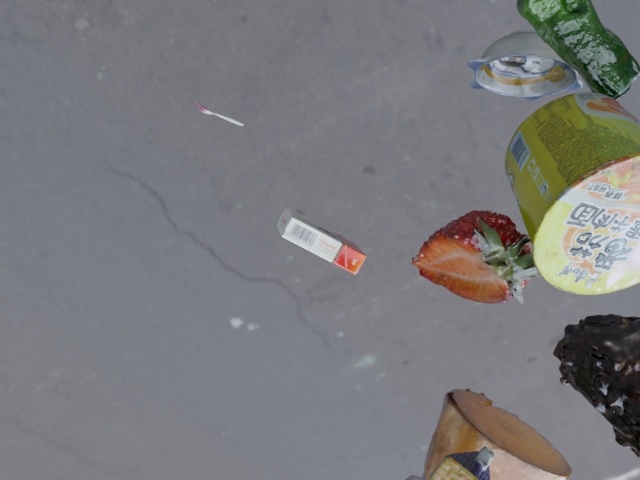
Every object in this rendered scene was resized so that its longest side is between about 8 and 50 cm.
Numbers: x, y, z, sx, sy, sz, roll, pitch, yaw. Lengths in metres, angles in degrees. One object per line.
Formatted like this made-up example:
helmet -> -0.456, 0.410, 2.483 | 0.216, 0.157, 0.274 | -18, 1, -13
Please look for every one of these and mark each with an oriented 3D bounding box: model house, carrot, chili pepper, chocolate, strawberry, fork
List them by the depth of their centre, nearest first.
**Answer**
model house -> 0.126, 0.235, 0.803 | 0.100, 0.087, 0.100 | -60, 167, 23
chocolate -> 0.288, 0.119, 0.882 | 0.156, 0.133, 0.156 | -41, 146, -35
carrot -> 0.192, 0.352, 1.237 | 0.196, 0.196, 0.254 | 17, 103, -42
chili pepper -> 0.417, -0.350, 1.539 | 0.136, 0.270, 0.099 | -39, -177, -38
strawberry -> 0.261, 0.032, 1.541 | 0.098, 0.174, 0.228 | -47, -174, -27
fork -> -0.209, -0.258, 1.918 | 0.115, 0.012, 0.016 | 23, 150, -24

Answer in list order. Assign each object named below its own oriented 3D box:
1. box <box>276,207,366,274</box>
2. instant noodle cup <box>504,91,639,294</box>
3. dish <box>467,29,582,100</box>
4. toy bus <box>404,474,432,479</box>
box -> 0.000, 0.000, 1.664 | 0.152, 0.100, 0.048 | 25, 100, -13
instant noodle cup -> 0.399, -0.077, 1.362 | 0.264, 0.200, 0.264 | -8, 132, -9
dish -> 0.406, -0.365, 1.879 | 0.236, 0.086, 0.228 | 17, 162, -38
toy bus -> 0.059, 0.271, 0.504 | 0.106, 0.092, 0.268 | -11, 105, -49
